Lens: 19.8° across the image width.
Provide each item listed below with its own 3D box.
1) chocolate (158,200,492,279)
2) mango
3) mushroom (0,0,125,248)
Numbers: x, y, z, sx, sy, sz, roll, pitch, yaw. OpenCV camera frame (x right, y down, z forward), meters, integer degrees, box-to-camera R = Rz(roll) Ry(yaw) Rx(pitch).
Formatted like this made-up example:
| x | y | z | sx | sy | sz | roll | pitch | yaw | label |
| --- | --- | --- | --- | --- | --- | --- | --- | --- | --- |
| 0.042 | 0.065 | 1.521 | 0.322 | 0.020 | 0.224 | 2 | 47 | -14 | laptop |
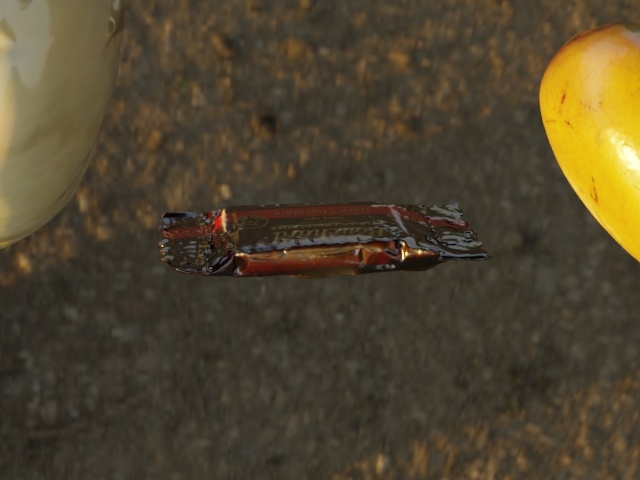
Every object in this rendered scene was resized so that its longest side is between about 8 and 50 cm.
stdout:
| x | y | z | sx | sy | sz | roll | pitch | yaw | label |
| --- | --- | --- | --- | --- | --- | --- | --- | --- | --- |
| 0.000 | 0.000 | 1.030 | 0.182 | 0.028 | 0.086 | -5 | 25 | -9 | chocolate |
| 0.232 | -0.053 | 1.266 | 0.112 | 0.145 | 0.219 | -19 | 61 | -12 | mango |
| -0.279 | -0.107 | 0.919 | 0.336 | 0.314 | 0.314 | -36 | 66 | -28 | mushroom |
